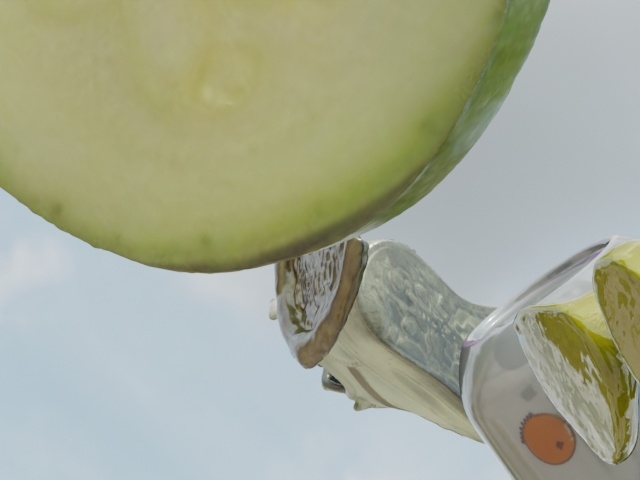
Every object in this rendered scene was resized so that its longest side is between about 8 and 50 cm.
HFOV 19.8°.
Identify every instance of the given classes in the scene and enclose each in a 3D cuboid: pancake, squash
[{"bbox_3d":[0.000,0.000,1.299,0.020,0.184,0.190,11,-13,-18],"label":"pancake"},{"bbox_3d":[-0.039,-0.115,0.609,0.252,0.049,0.252,2,-85,27],"label":"squash"}]

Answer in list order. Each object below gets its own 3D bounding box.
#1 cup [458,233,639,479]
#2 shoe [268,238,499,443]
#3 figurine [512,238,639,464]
[{"bbox_3d":[0.258,0.164,1.383,0.317,0.212,0.212,54,-38,-2],"label":"cup"},{"bbox_3d":[0.074,0.104,1.616,0.159,0.124,0.316,-12,-35,35],"label":"shoe"},{"bbox_3d":[0.283,0.016,0.766,0.283,0.338,0.204,55,-14,-19],"label":"figurine"}]
